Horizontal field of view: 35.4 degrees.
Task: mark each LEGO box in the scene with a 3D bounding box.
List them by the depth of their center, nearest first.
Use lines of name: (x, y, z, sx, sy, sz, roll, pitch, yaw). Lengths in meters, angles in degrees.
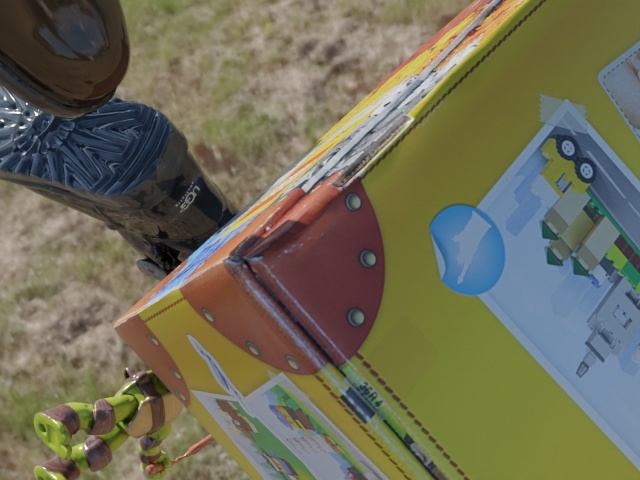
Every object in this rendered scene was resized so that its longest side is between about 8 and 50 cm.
LEGO box: (0.200, 0.102, 0.588, 0.372, 0.500, 0.193, -44, 7, -28)

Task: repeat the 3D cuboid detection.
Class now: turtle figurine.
turtle figurine: (-0.183, 0.166, 1.023, 0.217, 0.269, 0.087, -22, 59, -41)

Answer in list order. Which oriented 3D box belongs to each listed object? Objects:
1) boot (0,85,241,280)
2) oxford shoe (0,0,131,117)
boot: (-0.205, -0.020, 1.234, 0.367, 0.445, 0.146, 27, 77, 35)
oxford shoe: (-0.113, -0.147, 0.348, 0.096, 0.227, 0.083, -1, 33, 32)
